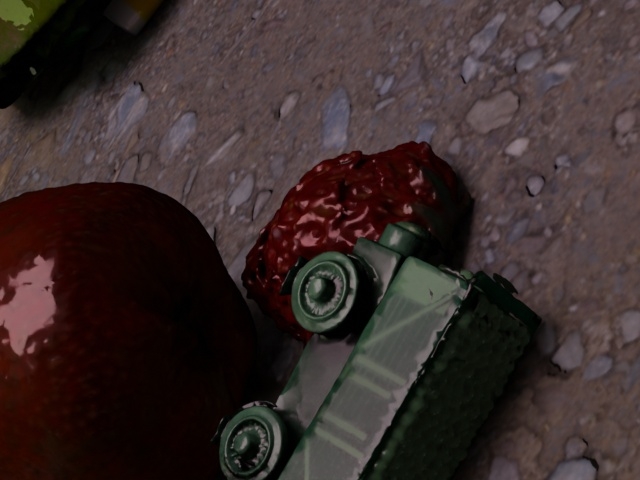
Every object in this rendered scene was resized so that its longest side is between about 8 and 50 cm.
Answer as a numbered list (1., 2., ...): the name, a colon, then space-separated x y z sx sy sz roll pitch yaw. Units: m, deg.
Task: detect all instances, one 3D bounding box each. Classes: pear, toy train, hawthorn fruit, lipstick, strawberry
1. pear: -0.334 -0.354 2.145 0.399 0.165 0.399 -46 22 25
2. toy train: 0.026 0.115 1.313 0.154 0.115 0.269 26 84 42
3. hawthorn fruit: -0.202 0.083 1.517 0.300 0.275 0.275 10 66 22
4. lipstick: -0.147 -0.346 2.041 0.264 0.059 0.059 -52 32 7
5. strawberry: 0.000 0.000 1.484 0.236 0.111 0.190 -14 54 49
